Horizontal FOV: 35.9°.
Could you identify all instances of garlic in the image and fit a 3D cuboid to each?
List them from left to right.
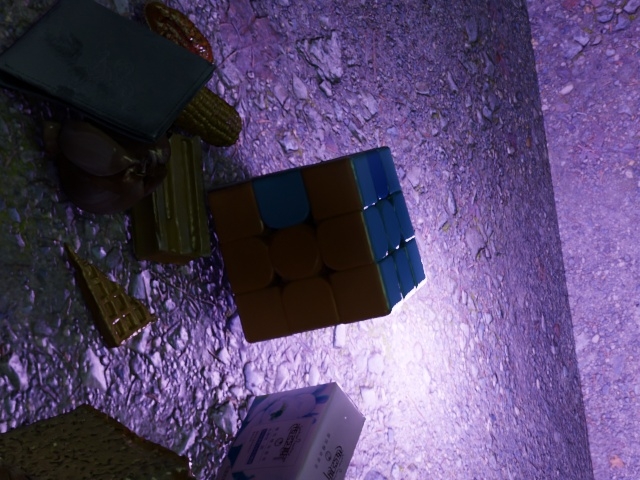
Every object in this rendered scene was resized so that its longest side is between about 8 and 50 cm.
[{"bbox_3d":[-0.328,-0.141,1.611,0.214,0.191,0.160,-44,157,-55],"label":"garlic"}]

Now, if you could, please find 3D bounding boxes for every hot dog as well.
[{"bbox_3d":[-0.269,-0.381,1.858,0.192,0.053,0.099,43,43,-41],"label":"hot dog"}]

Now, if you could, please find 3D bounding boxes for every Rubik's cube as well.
[{"bbox_3d":[0.000,0.000,1.846,0.290,0.291,0.292,-23,99,-69],"label":"Rubik's cube"}]

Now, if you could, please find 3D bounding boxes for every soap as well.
[{"bbox_3d":[-0.269,-0.077,1.735,0.135,0.076,0.233,11,69,-53],"label":"soap"}]

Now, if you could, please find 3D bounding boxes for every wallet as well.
[{"bbox_3d":[-0.345,-0.277,1.596,0.290,0.054,0.251,27,44,1],"label":"wallet"}]

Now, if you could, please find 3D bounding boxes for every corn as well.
[{"bbox_3d":[-0.246,-0.254,1.805,0.293,0.106,0.106,31,55,-44],"label":"corn"}]

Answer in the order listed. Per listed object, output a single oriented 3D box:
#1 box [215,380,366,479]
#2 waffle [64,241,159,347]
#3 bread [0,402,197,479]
[{"bbox_3d":[-0.063,0.396,1.745,0.116,0.203,0.274,53,42,-27],"label":"box"},{"bbox_3d":[-0.341,0.070,1.620,0.125,0.032,0.191,-35,108,-51],"label":"waffle"},{"bbox_3d":[-0.343,0.424,1.430,0.248,0.279,0.315,-12,124,-50],"label":"bread"}]
